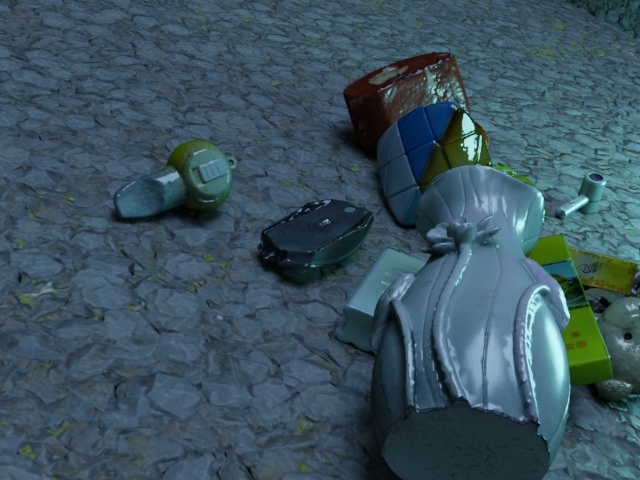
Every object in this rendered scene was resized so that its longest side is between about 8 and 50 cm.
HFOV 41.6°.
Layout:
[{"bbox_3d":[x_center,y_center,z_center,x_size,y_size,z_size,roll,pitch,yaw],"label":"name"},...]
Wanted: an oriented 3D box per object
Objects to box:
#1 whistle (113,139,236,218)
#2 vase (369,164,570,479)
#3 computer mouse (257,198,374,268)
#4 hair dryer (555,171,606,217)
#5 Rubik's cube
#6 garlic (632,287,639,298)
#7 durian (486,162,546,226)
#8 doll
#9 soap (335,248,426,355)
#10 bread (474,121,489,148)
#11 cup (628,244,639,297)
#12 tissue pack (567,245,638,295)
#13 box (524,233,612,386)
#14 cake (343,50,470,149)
[{"bbox_3d":[-0.236,-0.091,1.381,0.223,0.123,0.123,-25,47,-26],"label":"whistle"},{"bbox_3d":[0.194,0.097,1.073,0.250,0.250,0.445,16,42,-1],"label":"vase"},{"bbox_3d":[-0.002,0.002,1.365,0.126,0.071,0.231,21,36,34],"label":"computer mouse"},{"bbox_3d":[0.543,-0.085,1.777,0.137,0.082,0.047,-27,50,-30],"label":"hair dryer"},{"bbox_3d":[0.222,-0.158,1.640,0.254,0.254,0.254,12,30,-7],"label":"Rubik's cube"},{"bbox_3d":[0.583,0.133,1.434,0.152,0.066,0.084,37,31,-13],"label":"garlic"},{"bbox_3d":[0.348,-0.074,1.574,0.375,0.106,0.132,5,32,-43],"label":"durian"},{"bbox_3d":[0.461,0.126,1.328,0.175,0.149,0.278,-17,25,-5],"label":"doll"},{"bbox_3d":[0.112,0.096,1.265,0.119,0.066,0.198,21,31,12],"label":"soap"},{"bbox_3d":[0.269,-0.194,1.796,0.139,0.095,0.269,25,35,29],"label":"bread"},{"bbox_3d":[0.673,0.044,1.532,0.221,0.166,0.202,9,28,-17],"label":"cup"},{"bbox_3d":[0.456,0.045,1.495,0.176,0.062,0.095,12,5,-7],"label":"tissue pack"},{"bbox_3d":[0.310,0.107,1.282,0.187,0.047,0.335,-14,28,11],"label":"box"},{"bbox_3d":[0.180,-0.301,1.812,0.283,0.150,0.177,-31,20,-22],"label":"cake"}]
